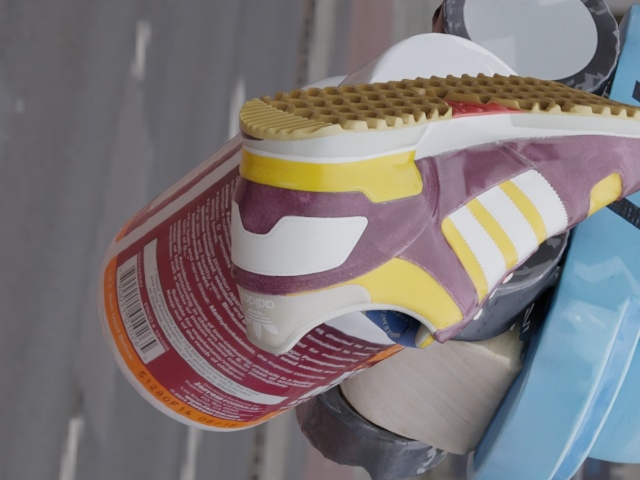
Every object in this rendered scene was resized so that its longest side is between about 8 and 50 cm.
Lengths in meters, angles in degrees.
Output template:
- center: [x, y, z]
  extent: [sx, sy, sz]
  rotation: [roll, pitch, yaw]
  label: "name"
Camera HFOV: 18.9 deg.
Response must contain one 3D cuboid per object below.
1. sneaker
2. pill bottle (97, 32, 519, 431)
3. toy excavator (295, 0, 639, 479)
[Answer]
- center: [0.045, -0.009, 0.645]
  extent: [0.069, 0.185, 0.084]
  rotation: [22, -69, 49]
  label: "sneaker"
- center: [0.000, 0.000, 0.855]
  extent: [0.221, 0.121, 0.121]
  rotation: [-32, -135, 50]
  label: "pill bottle"
- center: [0.254, -0.005, 1.162]
  extent: [0.222, 0.445, 0.433]
  rotation: [112, -1, -53]
  label: "toy excavator"
